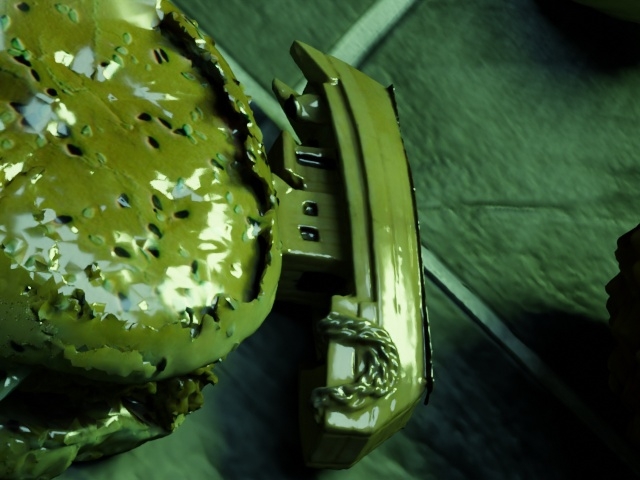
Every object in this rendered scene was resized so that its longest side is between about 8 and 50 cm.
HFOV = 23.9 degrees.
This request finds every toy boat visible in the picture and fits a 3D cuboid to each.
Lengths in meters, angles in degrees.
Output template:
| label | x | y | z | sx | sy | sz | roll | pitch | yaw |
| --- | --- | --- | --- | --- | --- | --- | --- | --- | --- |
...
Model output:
| label | x | y | z | sx | sy | sz | roll | pitch | yaw |
| --- | --- | --- | --- | --- | --- | --- | --- | --- | --- |
| toy boat | 0.000 | 0.000 | 0.638 | 0.072 | 0.064 | 0.206 | 7 | 49 | -17 |

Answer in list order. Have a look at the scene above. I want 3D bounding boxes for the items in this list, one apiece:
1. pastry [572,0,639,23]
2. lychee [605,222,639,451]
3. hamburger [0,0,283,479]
| label | x | y | z | sx | sy | sz | roll | pitch | yaw |
| --- | --- | --- | --- | --- | --- | --- | --- | --- | --- |
| pastry | 0.265 | -0.238 | 0.930 | 0.170 | 0.237 | 0.256 | 36 | 71 | -39 |
| lychee | 0.255 | 0.070 | 0.674 | 0.267 | 0.267 | 0.267 | 25 | 43 | -26 |
| hamburger | -0.095 | -0.008 | 0.509 | 0.177 | 0.113 | 0.185 | 35 | 39 | -18 |
